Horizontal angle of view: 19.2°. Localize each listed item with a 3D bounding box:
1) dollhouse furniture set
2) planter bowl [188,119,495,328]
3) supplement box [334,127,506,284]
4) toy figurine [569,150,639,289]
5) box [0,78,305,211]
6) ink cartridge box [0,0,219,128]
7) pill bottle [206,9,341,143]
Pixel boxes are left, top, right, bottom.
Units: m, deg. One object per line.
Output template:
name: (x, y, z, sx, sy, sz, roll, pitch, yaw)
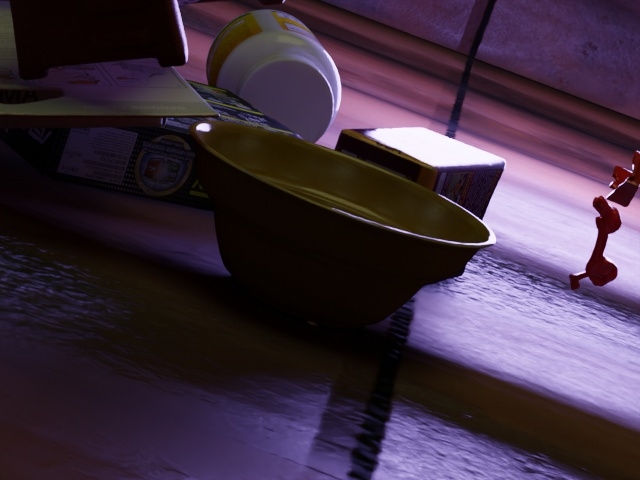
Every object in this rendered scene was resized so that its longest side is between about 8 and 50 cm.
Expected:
dollhouse furniture set: (-0.234, -0.202, 1.287, 0.374, 0.152, 0.201, -2, 18, 22)
planter bowl: (0.000, 0.000, 1.266, 0.217, 0.090, 0.217, 20, 12, -4)
supplement box: (0.066, -0.026, 1.458, 0.081, 0.104, 0.188, 24, 12, 18)
toy figurine: (0.341, 0.109, 1.368, 0.362, 0.191, 0.217, 27, 42, -1)
box: (-0.139, -0.088, 1.508, 0.270, 0.060, 0.216, 11, 14, -38)
ink cartridge box: (-0.230, -0.101, 1.257, 0.275, 0.060, 0.239, -1, 26, -22)
pill bottle: (-0.043, -0.146, 1.781, 0.118, 0.117, 0.208, 18, 12, -12)
